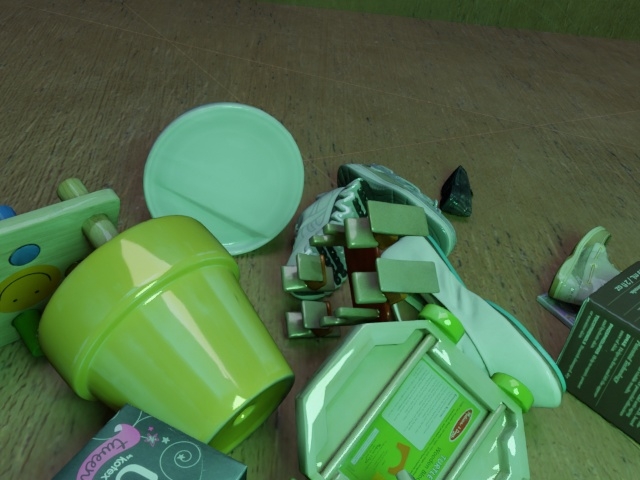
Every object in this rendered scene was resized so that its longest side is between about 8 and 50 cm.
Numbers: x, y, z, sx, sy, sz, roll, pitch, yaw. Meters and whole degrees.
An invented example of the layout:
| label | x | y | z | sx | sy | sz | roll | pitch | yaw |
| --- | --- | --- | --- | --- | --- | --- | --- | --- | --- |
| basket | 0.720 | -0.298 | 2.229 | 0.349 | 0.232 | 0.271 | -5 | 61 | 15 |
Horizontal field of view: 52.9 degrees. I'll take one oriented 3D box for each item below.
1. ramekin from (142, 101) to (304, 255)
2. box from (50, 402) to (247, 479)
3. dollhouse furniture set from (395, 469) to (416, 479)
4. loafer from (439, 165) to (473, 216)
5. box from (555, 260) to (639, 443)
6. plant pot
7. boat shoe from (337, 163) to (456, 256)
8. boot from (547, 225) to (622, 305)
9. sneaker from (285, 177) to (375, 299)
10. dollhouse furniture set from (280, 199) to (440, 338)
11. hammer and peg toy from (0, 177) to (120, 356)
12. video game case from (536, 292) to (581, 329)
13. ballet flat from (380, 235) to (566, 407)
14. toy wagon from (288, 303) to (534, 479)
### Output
| label | x | y | z | sx | sy | sz | roll | pitch | yaw |
| --- | --- | --- | --- | --- | --- | --- | --- | --- | --- |
| ramekin | -0.172 | -0.117 | 1.129 | 0.273 | 0.272 | 0.127 | -3 | 24 | -14 |
| box | -0.201 | 0.308 | 0.612 | 0.163 | 0.142 | 0.247 | 21 | 37 | 18 |
| dollhouse furniture set | 0.014 | 0.296 | 0.451 | 0.198 | 0.303 | 0.286 | -36 | 54 | 0 |
| loafer | 0.296 | -0.102 | 1.371 | 0.061 | 0.062 | 0.170 | 31 | 40 | -5 |
| box | 0.479 | 0.167 | 0.918 | 0.168 | 0.167 | 0.203 | -23 | 45 | -36 |
| plant pot | -0.168 | 0.137 | 0.793 | 0.239 | 0.254 | 0.254 | 43 | 46 | 18 |
| boat shoe | 0.155 | -0.069 | 1.242 | 0.103 | 0.118 | 0.320 | -18 | 35 | -28 |
| boot | 0.515 | 0.067 | 1.127 | 0.165 | 0.077 | 0.213 | 28 | 45 | 27 |
| sneaker | 0.000 | 0.000 | 1.140 | 0.118 | 0.110 | 0.292 | -3 | 34 | 31 |
| dollhouse furniture set | 0.069 | 0.100 | 0.890 | 0.135 | 0.262 | 0.259 | 3 | 68 | -29 |
| hammer and peg toy | -0.427 | 0.071 | 0.805 | 0.361 | 0.266 | 0.127 | -24 | 64 | -38 |
| video game case | 0.454 | 0.112 | 1.128 | 0.122 | 0.011 | 0.087 | -13 | 40 | -28 |
| ballet flat | 0.196 | 0.129 | 0.977 | 0.139 | 0.139 | 0.400 | -8 | 34 | -21 |
| toy wagon | 0.131 | 0.253 | 0.722 | 0.344 | 0.068 | 0.267 | 44 | 71 | -6 |
